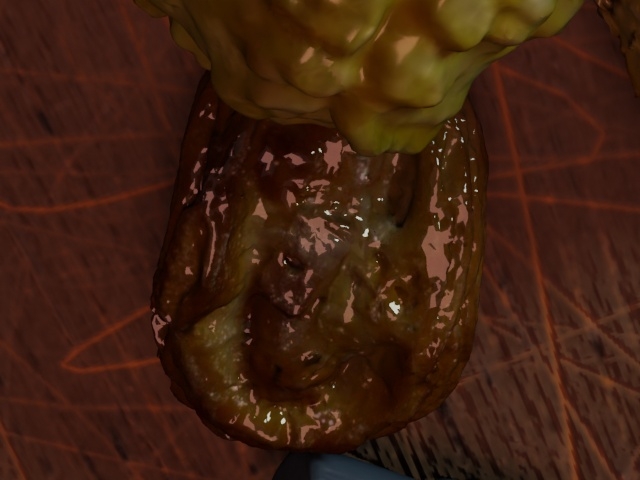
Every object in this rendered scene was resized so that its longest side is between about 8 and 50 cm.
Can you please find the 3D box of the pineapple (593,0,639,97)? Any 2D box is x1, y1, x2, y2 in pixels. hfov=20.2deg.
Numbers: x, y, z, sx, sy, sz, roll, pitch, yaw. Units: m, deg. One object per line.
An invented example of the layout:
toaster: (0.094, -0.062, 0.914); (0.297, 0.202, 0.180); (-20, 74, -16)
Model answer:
pineapple: (0.268, -0.206, 0.855); (0.286, 0.209, 0.344); (-22, 144, -17)

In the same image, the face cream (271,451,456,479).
face cream: (0.146, 0.216, 1.092); (0.385, 0.086, 0.135); (23, 121, -20)

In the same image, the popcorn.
popcorn: (0.014, -0.173, 0.809); (0.233, 0.192, 0.266); (37, 115, 30)

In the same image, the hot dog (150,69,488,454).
hot dog: (0.000, 0.003, 0.967); (0.175, 0.114, 0.259); (5, 118, -1)
